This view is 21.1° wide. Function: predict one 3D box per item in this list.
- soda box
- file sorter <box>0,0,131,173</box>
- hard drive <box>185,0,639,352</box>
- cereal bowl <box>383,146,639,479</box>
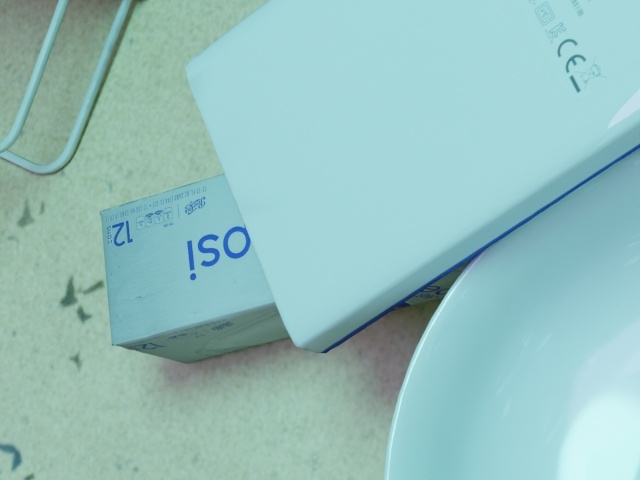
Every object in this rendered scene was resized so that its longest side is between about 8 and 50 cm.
[{"bbox_3d":[0.000,0.000,1.101,0.286,0.091,0.098,-16,71,26],"label":"soda box"},{"bbox_3d":[-0.295,-0.170,1.199,0.193,0.277,0.173,24,95,31],"label":"file sorter"},{"bbox_3d":[0.079,-0.104,0.987,0.318,0.040,0.210,-35,62,24],"label":"hard drive"},{"bbox_3d":[0.207,0.118,0.905,0.339,0.141,0.339,-22,53,33],"label":"cereal bowl"}]
